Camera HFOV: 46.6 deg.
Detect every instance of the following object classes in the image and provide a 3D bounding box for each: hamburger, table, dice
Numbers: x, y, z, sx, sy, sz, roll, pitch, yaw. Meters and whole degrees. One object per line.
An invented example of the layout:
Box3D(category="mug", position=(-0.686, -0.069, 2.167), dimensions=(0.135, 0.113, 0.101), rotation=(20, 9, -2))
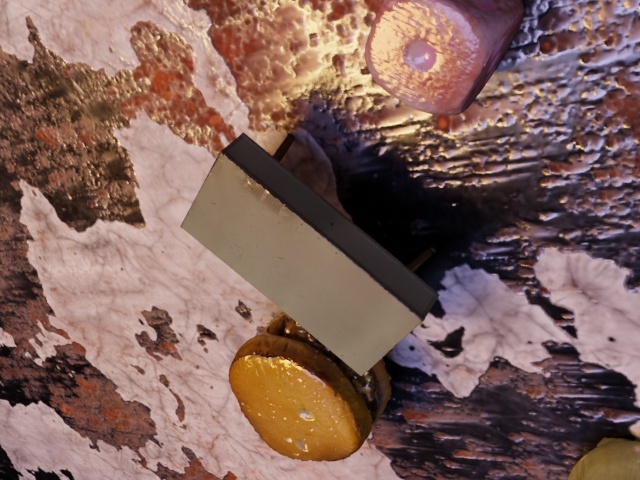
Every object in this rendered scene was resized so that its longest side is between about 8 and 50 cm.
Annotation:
Box3D(category="hamburger", position=(-0.009, 0.159, 0.870), dimensions=(0.182, 0.118, 0.191), rotation=(12, 132, 22))
Box3D(category="table", position=(0.000, 0.000, 0.745), dimensions=(0.240, 0.111, 0.121), rotation=(40, 135, 1))
Box3D(category="dice", position=(0.095, -0.159, 0.575), dimensions=(0.094, 0.091, 0.093), rotation=(32, 135, 7))

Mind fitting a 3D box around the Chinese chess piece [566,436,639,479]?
Box3D(category="Chinese chess piece", position=(0.345, 0.289, 0.765), dimensions=(0.188, 0.083, 0.188), rotation=(18, 134, 20))
